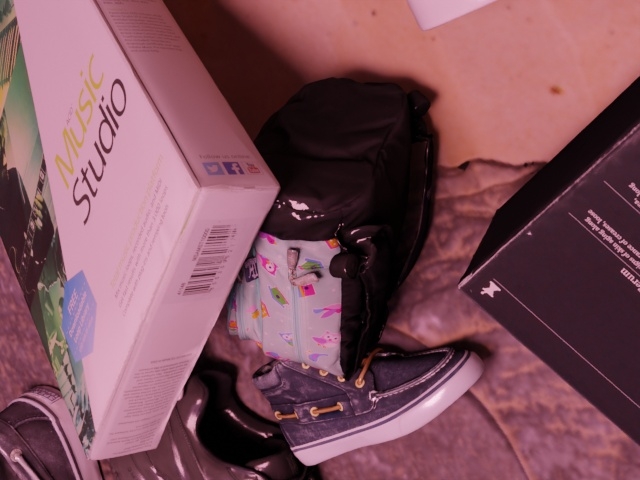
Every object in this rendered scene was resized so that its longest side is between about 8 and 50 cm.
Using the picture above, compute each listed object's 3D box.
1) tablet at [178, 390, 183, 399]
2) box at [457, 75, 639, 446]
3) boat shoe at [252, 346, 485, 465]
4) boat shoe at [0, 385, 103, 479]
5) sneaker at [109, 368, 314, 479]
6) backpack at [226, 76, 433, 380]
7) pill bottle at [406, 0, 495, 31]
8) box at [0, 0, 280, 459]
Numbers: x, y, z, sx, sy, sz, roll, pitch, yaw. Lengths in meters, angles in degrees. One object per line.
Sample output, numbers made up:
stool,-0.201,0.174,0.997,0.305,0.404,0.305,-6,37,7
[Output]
tablet,-0.126,0.090,0.815,0.054,0.083,0.006,-15,149,35
box,0.235,0.035,0.531,0.261,0.103,0.184,41,125,-3
boat shoe,0.026,0.099,0.726,0.183,0.065,0.083,-31,96,38
boat shoe,-0.243,0.291,0.954,0.108,0.102,0.301,-2,112,32
sneaker,-0.043,0.226,0.809,0.286,0.109,0.130,47,121,1
backpack,0.000,0.000,0.655,0.115,0.152,0.182,19,137,15
pill bottle,0.056,-0.224,0.522,0.119,0.119,0.209,-17,102,35
box,-0.154,-0.054,0.675,0.322,0.058,0.232,58,135,36
